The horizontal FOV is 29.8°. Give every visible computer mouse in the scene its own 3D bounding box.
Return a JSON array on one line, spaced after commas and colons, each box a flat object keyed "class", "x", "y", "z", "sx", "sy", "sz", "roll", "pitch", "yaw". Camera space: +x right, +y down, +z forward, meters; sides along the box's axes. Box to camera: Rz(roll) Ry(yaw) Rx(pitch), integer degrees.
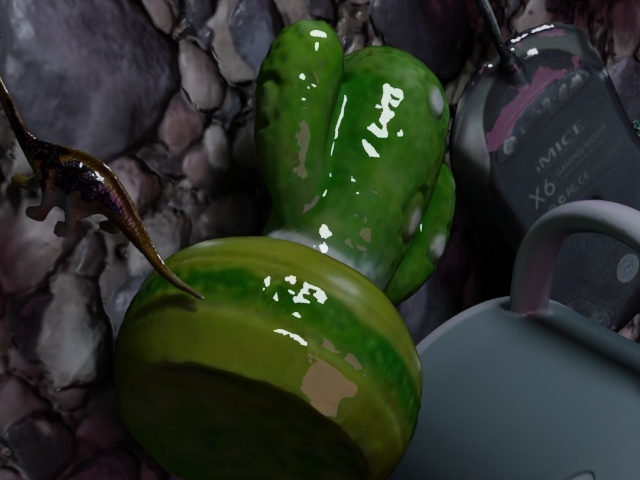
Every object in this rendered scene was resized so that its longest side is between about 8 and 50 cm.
[{"class": "computer mouse", "x": 0.178, "y": -0.069, "z": 0.959, "sx": 0.167, "sy": 0.090, "sz": 0.379, "roll": -42, "pitch": 125, "yaw": -15}]

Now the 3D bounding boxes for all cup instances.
[{"class": "cup", "x": 0.205, "y": 0.155, "z": 0.836, "sx": 0.259, "sy": 0.274, "sz": 0.357, "roll": -7, "pitch": 111, "yaw": -30}]

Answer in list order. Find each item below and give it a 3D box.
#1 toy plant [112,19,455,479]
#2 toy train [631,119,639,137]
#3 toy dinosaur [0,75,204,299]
[{"class": "toy plant", "x": 0.000, "y": 0.000, "z": 0.775, "sx": 0.224, "sy": 0.184, "sz": 0.316, "roll": 59, "pitch": 40, "yaw": -37}, {"class": "toy train", "x": 0.297, "y": -0.087, "z": 1.125, "sx": 0.092, "sy": 0.029, "sz": 0.045, "roll": -25, "pitch": 119, "yaw": -41}, {"class": "toy dinosaur", "x": -0.134, "y": -0.023, "z": 0.667, "sx": 0.180, "sy": 0.058, "sz": 0.037, "roll": 40, "pitch": 45, "yaw": 0}]
